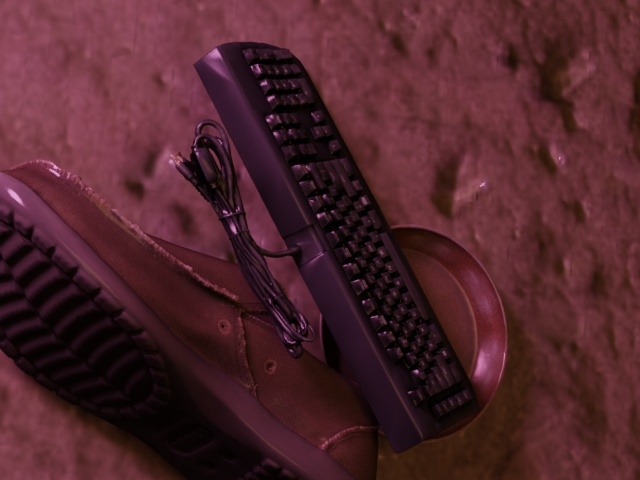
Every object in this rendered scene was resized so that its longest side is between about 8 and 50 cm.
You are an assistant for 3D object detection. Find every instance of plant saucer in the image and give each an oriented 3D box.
[{"bbox_3d":[0.068,0.073,1.188,0.168,0.029,0.168,6,78,-27],"label":"plant saucer"}]

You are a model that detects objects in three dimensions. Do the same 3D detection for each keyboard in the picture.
[{"bbox_3d":[0.000,0.000,1.088,0.201,0.033,0.317,-17,77,-55],"label":"keyboard"}]

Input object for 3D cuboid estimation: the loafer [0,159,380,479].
[{"bbox_3d":[-0.097,0.067,1.060,0.366,0.134,0.130,45,47,-23],"label":"loafer"}]
